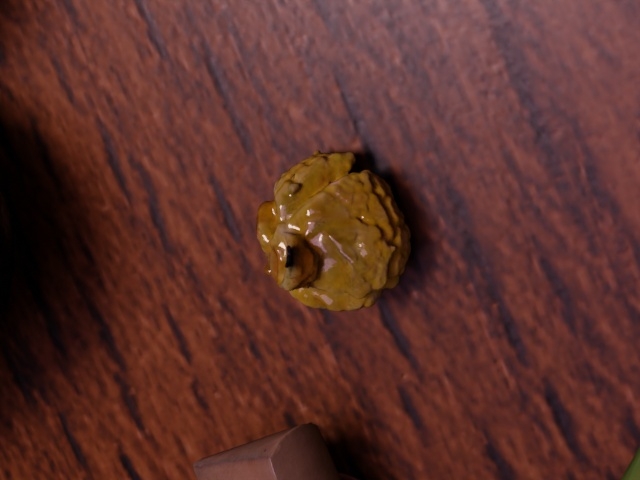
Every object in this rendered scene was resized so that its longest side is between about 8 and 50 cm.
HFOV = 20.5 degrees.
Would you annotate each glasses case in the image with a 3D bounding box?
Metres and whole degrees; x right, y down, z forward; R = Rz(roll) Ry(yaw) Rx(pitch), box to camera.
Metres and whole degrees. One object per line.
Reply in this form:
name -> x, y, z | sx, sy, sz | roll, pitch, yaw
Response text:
glasses case -> 0.005, 0.189, 0.966 | 0.102, 0.070, 0.193 | -17, 99, 52

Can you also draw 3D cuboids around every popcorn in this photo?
popcorn -> 0.000, 0.000, 0.907 | 0.084, 0.084, 0.084 | 5, 105, 20

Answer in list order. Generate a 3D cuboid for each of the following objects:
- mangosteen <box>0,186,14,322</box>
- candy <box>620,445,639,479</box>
mangosteen -> -0.272, 0.035, 0.959 | 0.211, 0.211, 0.250 | 18, 120, 17
candy -> 0.172, 0.217, 0.863 | 0.142, 0.132, 0.344 | 23, 110, 4
